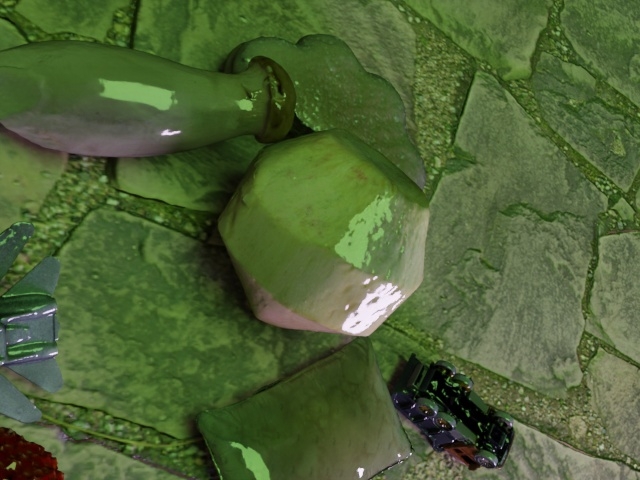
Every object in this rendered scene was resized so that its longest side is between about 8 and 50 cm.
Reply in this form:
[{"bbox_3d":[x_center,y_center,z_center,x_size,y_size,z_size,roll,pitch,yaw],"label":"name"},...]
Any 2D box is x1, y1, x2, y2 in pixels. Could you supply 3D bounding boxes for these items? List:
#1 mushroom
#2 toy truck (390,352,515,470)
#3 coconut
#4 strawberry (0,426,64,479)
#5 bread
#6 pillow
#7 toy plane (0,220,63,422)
[{"bbox_3d":[-0.197,-0.158,0.869,0.350,0.128,0.128,-4,81,-22],"label":"mushroom"},{"bbox_3d":[0.188,0.250,1.117,0.192,0.092,0.083,42,55,-13],"label":"toy truck"},{"bbox_3d":[0.000,0.000,0.952,0.259,0.259,0.259,11,72,-37],"label":"coconut"},{"bbox_3d":[-0.319,0.253,0.695,0.286,0.106,0.188,45,53,-20],"label":"strawberry"},{"bbox_3d":[0.021,-0.178,1.088,0.337,0.102,0.183,37,55,-23],"label":"bread"},{"bbox_3d":[-0.011,0.247,0.965,0.302,0.075,0.185,-20,90,-41],"label":"pillow"},{"bbox_3d":[-0.371,0.095,0.703,0.267,0.088,0.212,-7,106,-38],"label":"toy plane"}]
